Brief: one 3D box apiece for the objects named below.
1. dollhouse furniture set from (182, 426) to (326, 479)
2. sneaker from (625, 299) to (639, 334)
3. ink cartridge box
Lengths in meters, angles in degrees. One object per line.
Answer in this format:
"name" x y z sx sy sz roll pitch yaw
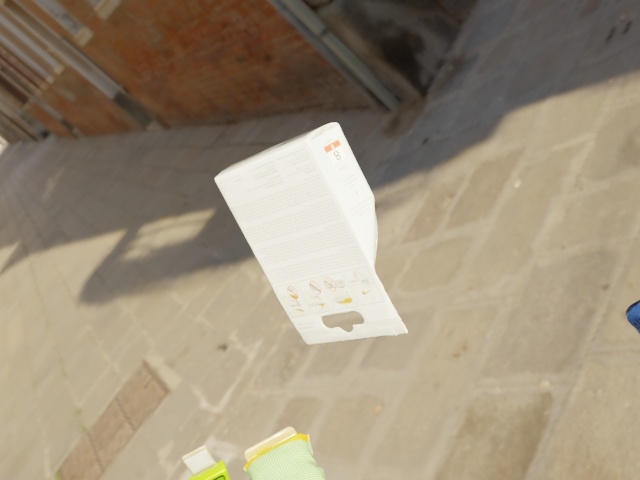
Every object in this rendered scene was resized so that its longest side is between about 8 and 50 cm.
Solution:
"dollhouse furniture set" -0.076 0.206 0.801 0.151 0.059 0.076 -28 36 -5
"sneaker" 0.272 -0.005 0.624 0.209 0.082 0.069 -50 -17 -29
"ink cartridge box" 0.000 0.000 0.803 0.045 0.179 0.145 -38 15 -36
